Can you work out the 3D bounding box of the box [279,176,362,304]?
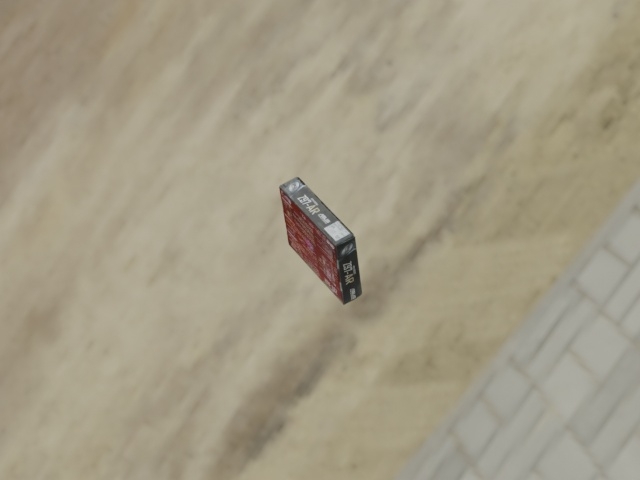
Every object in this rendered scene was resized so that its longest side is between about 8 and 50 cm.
[{"bbox_3d":[0.000,0.000,1.374,0.018,0.067,0.083,-28,48,-18],"label":"box"}]
